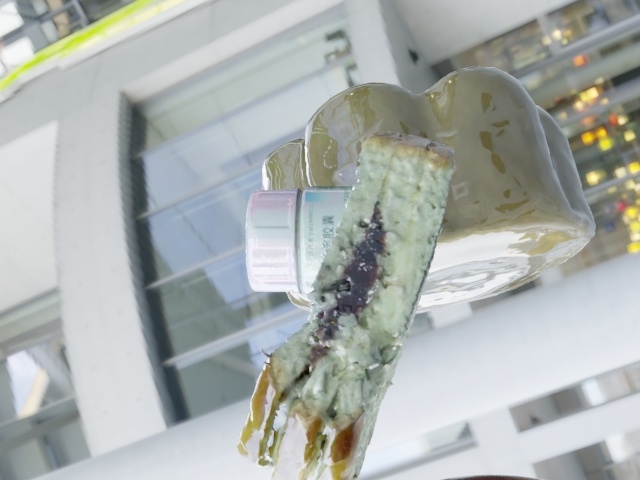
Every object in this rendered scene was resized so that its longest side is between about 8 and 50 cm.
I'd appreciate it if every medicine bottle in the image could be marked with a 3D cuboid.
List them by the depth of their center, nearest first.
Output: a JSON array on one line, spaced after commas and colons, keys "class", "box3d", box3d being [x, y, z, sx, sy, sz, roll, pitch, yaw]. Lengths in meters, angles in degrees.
[{"class": "medicine bottle", "box3d": [0.000, 0.000, 1.324, 0.135, 0.168, 0.135, 1, -90, -86]}]

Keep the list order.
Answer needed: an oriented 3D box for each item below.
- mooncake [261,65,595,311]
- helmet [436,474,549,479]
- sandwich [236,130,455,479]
[{"class": "mooncake", "box3d": [0.152, -0.051, 1.622, 0.467, 0.466, 0.262, 29, -135, -62]}, {"class": "helmet", "box3d": [0.114, 0.266, 0.712, 0.337, 0.384, 0.230, 67, -174, -65]}, {"class": "sandwich", "box3d": [0.032, 0.061, 0.949, 0.254, 0.099, 0.289, -38, -34, -71]}]
